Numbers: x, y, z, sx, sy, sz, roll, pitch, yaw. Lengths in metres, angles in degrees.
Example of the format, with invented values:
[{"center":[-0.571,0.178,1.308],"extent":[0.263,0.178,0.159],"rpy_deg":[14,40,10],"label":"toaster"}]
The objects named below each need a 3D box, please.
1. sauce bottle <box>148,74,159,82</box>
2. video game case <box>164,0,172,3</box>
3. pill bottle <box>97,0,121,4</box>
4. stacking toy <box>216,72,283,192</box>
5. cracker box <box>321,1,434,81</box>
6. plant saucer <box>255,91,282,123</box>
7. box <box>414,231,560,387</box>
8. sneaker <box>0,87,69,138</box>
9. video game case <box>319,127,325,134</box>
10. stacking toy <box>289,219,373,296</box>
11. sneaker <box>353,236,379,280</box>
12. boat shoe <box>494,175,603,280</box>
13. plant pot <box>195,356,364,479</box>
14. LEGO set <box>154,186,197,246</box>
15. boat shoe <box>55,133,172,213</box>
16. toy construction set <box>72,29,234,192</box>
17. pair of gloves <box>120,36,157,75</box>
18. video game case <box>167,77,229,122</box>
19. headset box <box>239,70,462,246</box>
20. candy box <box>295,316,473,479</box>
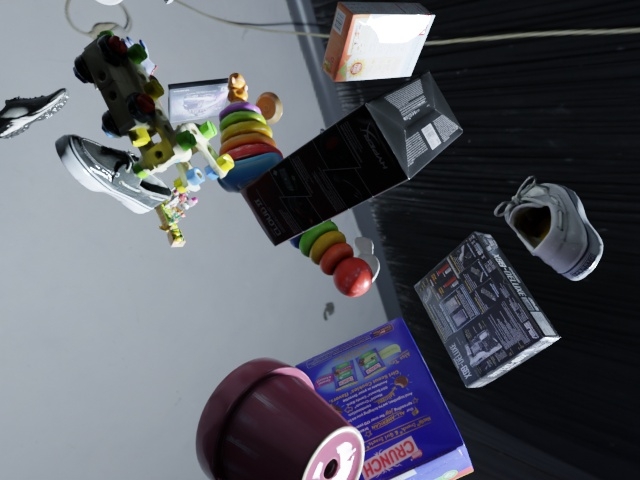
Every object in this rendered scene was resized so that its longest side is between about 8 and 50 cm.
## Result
[{"center":[-0.580,-0.483,1.547],"extent":[0.042,0.128,0.042],"rpy_deg":[48,22,-26],"label":"sauce bottle"},{"center":[-0.383,-0.694,1.123],"extent":[0.023,0.212,0.193],"rpy_deg":[-43,113,-27],"label":"video game case"},{"center":[-0.638,-0.805,1.423],"extent":[0.112,0.112,0.186],"rpy_deg":[28,39,-46],"label":"pill bottle"},{"center":[-0.190,-0.280,1.178],"extent":[0.175,0.166,0.301],"rpy_deg":[54,22,-78],"label":"stacking toy"},{"center":[0.130,-0.454,1.090],"extent":[0.233,0.067,0.155],"rpy_deg":[-14,144,-29],"label":"cracker box"},{"center":[-0.140,-0.349,1.258],"extent":[0.015,0.084,0.083],"rpy_deg":[-33,123,-60],"label":"plant saucer"},{"center":[0.395,0.171,1.187],"extent":[0.077,0.307,0.242],"rpy_deg":[7,136,-37],"label":"box"},{"center":[-0.973,-0.444,1.592],"extent":[0.272,0.100,0.107],"rpy_deg":[-31,106,-8],"label":"sneaker"},{"center":[0.028,-0.304,1.573],"extent":[0.011,0.087,0.122],"rpy_deg":[-46,164,-28],"label":"video game case"},{"center":[0.000,0.000,1.116],"extent":[0.141,0.330,0.141],"rpy_deg":[-29,147,-21],"label":"stacking toy"},{"center":[0.126,0.082,1.392],"extent":[0.212,0.080,0.094],"rpy_deg":[-81,176,-57],"label":"sneaker"},{"center":[0.454,-0.053,1.018],"extent":[0.135,0.157,0.367],"rpy_deg":[-61,-177,30],"label":"boat shoe"},{"center":[-0.047,0.292,0.682],"extent":[0.201,0.180,0.201],"rpy_deg":[-13,109,-44],"label":"plant pot"},{"center":[-0.421,-0.107,1.418],"extent":[0.107,0.287,0.132],"rpy_deg":[-36,120,12],"label":"LEGO set"},{"center":[-0.485,-0.173,1.161],"extent":[0.335,0.119,0.121],"rpy_deg":[47,20,-69],"label":"boat shoe"},{"center":[-0.305,-0.237,0.834],"extent":[0.151,0.327,0.215],"rpy_deg":[-42,173,18],"label":"toy construction set"},{"center":[-0.715,-0.658,1.786],"extent":[0.159,0.023,0.198],"rpy_deg":[42,89,-22],"label":"pair of gloves"},{"center":[-0.425,-0.480,1.647],"extent":[0.196,0.274,0.026],"rpy_deg":[-13,85,-19],"label":"video game case"},{"center":[0.035,-0.114,0.725],"extent":[0.218,0.293,0.110],"rpy_deg":[-40,100,-47],"label":"headset box"},{"center":[0.111,0.348,0.959],"extent":[0.268,0.317,0.122],"rpy_deg":[-26,126,5],"label":"candy box"}]
